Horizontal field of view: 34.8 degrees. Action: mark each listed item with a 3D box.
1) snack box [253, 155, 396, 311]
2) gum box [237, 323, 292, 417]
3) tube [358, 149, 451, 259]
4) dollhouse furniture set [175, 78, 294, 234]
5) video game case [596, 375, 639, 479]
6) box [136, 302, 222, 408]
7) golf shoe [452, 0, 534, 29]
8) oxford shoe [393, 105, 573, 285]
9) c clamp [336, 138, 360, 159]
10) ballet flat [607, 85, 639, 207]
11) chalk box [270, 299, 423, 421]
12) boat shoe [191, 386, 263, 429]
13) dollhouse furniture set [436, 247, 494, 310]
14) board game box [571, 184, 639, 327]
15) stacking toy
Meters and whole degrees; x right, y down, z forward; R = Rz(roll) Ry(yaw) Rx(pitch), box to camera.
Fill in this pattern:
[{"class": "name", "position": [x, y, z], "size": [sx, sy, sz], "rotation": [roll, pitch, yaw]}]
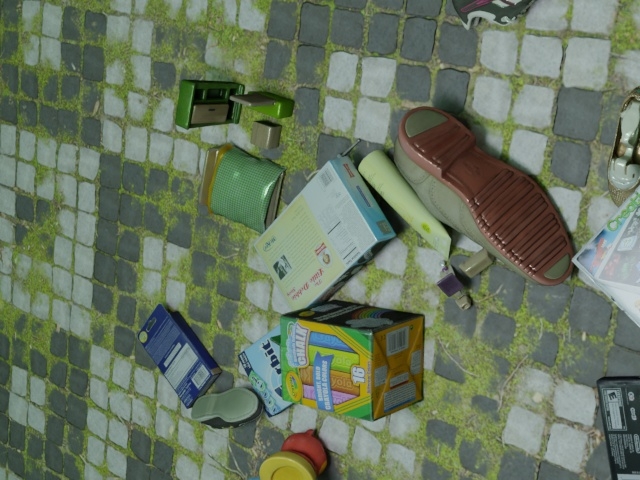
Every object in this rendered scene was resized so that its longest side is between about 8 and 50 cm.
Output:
[{"class": "snack box", "position": [0.000, 0.000, 2.034], "size": [0.322, 0.060, 0.187], "rotation": [-45, 69, 45]}, {"class": "gum box", "position": [-0.079, 0.271, 2.186], "size": [0.184, 0.041, 0.156], "rotation": [-38, 75, 38]}, {"class": "tube", "position": [0.165, -0.068, 1.916], "size": [0.240, 0.070, 0.062], "rotation": [50, 118, 20]}, {"class": "dollhouse furniture set", "position": [-0.192, -0.166, 2.129], "size": [0.198, 0.151, 0.301], "rotation": [24, 112, 34]}, {"class": "video game case", "position": [0.592, 0.356, 1.668], "size": [0.248, 0.035, 0.274], "rotation": [-8, 92, 40]}, {"class": "box", "position": [-0.334, 0.265, 2.392], "size": [0.225, 0.037, 0.136], "rotation": [50, 124, 19]}, {"class": "golf shoe", "position": [0.338, -0.426, 1.709], "size": [0.273, 0.105, 0.120], "rotation": [5, 117, 44]}, {"class": "oxford shoe", "position": [0.283, -0.064, 1.808], "size": [0.397, 0.140, 0.146], "rotation": [50, 156, 15]}, {"class": "c clamp", "position": [0.062, -0.098, 2.021], "size": [0.137, 0.022, 0.160], "rotation": [-36, 75, 37]}, {"class": "ballet flat", "position": [0.493, -0.147, 1.638], "size": [0.073, 0.067, 0.206], "rotation": [15, 107, 35]}, {"class": "chalk box", "position": [0.035, 0.225, 2.000], "size": [0.289, 0.180, 0.179], "rotation": [6, 101, 39]}, {"class": "boat shoe", "position": [-0.195, 0.377, 2.268], "size": [0.228, 0.069, 0.081], "rotation": [-12, 51, 47]}, {"class": "dollhouse furniture set", "position": [0.275, 0.053, 1.887], "size": [0.114, 0.091, 0.081], "rotation": [-37, 31, 14]}, {"class": "board game box", "position": [0.564, -0.013, 1.588], "size": [0.193, 0.053, 0.305], "rotation": [49, 115, 23]}, {"class": "stacking toy", "position": [-0.034, 0.568, 2.194], "size": [0.280, 0.130, 0.309], "rotation": [37, 126, -2]}]
